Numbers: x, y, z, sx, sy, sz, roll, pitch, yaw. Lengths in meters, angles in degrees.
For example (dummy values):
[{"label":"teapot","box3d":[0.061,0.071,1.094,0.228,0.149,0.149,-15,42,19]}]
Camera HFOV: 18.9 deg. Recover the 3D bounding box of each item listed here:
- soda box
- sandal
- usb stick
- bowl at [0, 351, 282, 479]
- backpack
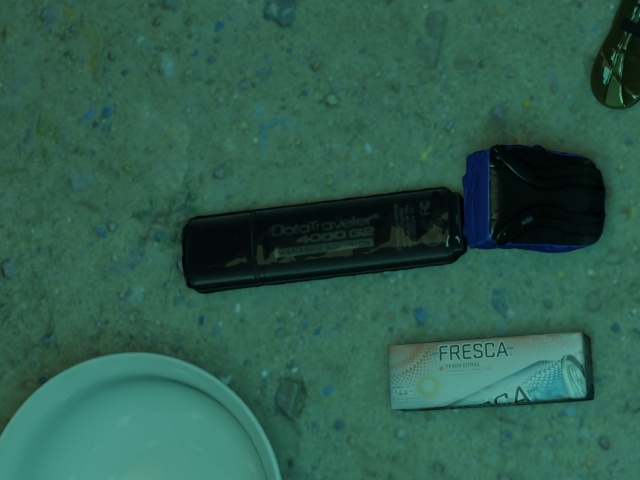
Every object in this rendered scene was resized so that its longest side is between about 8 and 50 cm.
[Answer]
[{"label":"soda box","box3d":[0.155,0.121,1.750,0.183,0.058,0.063,-5,82,15]},{"label":"sandal","box3d":[0.307,-0.202,1.757,0.072,0.049,0.180,33,107,22]},{"label":"usb stick","box3d":[0.000,0.000,1.815,0.278,0.045,0.077,-7,75,15]},{"label":"bowl","box3d":[-0.156,0.255,1.781,0.298,0.134,0.298,-2,83,15]},{"label":"backpack","box3d":[0.192,-0.037,1.740,0.120,0.101,0.098,2,87,-17]}]
